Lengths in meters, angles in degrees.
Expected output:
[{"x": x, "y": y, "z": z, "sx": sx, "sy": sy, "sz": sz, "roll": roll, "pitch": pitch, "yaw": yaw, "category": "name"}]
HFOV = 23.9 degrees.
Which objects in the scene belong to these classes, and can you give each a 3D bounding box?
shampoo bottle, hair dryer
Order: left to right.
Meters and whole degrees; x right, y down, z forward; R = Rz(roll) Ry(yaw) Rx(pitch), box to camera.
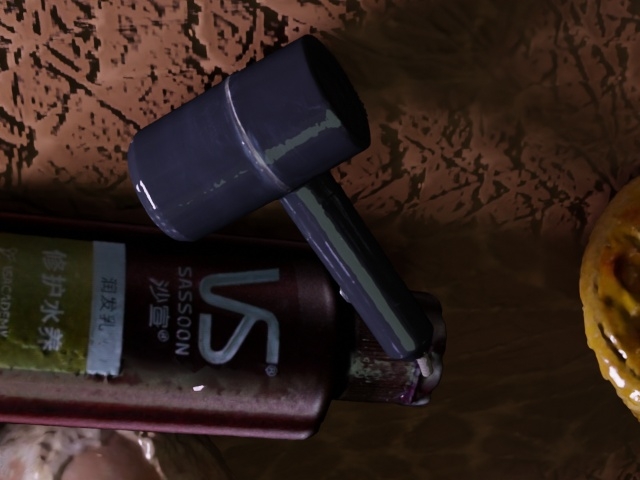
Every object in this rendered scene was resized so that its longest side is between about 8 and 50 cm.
[{"x": -0.087, "y": 0.053, "z": 0.899, "sx": 0.322, "sy": 0.129, "sz": 0.084, "roll": 7, "pitch": 162, "yaw": -17, "category": "shampoo bottle"}, {"x": 0.000, "y": 0.000, "z": 0.859, "sx": 0.124, "sy": 0.071, "sz": 0.219, "roll": -29, "pitch": 113, "yaw": 19, "category": "hair dryer"}]

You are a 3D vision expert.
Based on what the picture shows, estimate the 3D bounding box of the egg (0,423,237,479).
[{"x": -0.153, "y": 0.195, "z": 0.976, "sx": 0.203, "sy": 0.203, "sz": 0.245, "roll": 11, "pitch": 147, "yaw": -21, "category": "egg"}]

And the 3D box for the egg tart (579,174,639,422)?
[{"x": 0.267, "y": 0.053, "z": 0.937, "sx": 0.202, "sy": 0.203, "sz": 0.147, "roll": -18, "pitch": 149, "yaw": 7, "category": "egg tart"}]
